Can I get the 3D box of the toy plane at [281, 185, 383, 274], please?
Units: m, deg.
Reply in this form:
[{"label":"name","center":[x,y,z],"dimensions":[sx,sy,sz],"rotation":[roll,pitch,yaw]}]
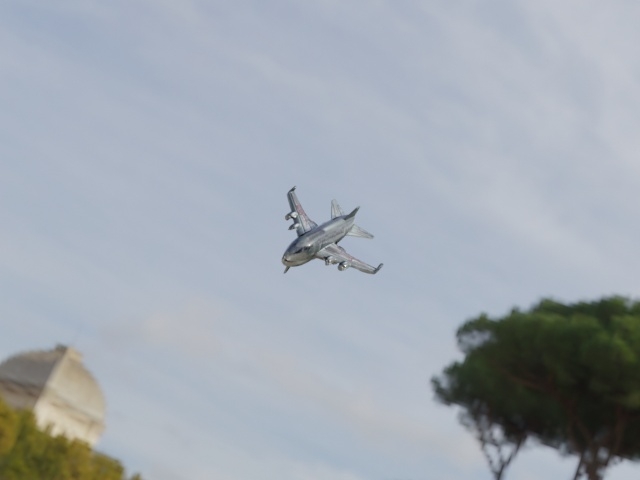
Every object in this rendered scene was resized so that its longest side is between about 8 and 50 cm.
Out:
[{"label":"toy plane","center":[0.000,0.000,0.867],"dimensions":[0.078,0.083,0.031],"rotation":[42,-48,13]}]
